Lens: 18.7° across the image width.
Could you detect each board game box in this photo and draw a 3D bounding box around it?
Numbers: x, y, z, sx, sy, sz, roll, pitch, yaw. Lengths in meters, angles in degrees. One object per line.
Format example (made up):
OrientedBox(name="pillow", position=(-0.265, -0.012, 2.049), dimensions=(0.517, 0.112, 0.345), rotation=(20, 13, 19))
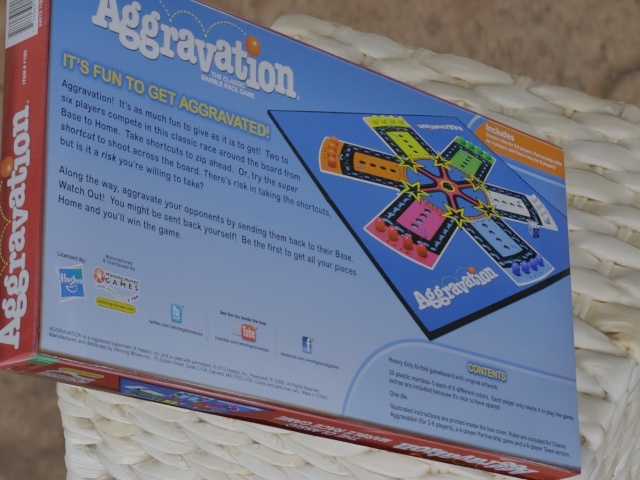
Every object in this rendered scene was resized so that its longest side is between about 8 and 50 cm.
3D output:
OrientedBox(name="board game box", position=(0.000, 0.000, 0.723), dimensions=(0.027, 0.145, 0.281), rotation=(-16, 156, 42))

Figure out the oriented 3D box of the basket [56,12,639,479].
OrientedBox(name="basket", position=(0.049, 0.076, 1.169), dimensions=(0.331, 0.328, 0.266), rotation=(18, 139, 19))
